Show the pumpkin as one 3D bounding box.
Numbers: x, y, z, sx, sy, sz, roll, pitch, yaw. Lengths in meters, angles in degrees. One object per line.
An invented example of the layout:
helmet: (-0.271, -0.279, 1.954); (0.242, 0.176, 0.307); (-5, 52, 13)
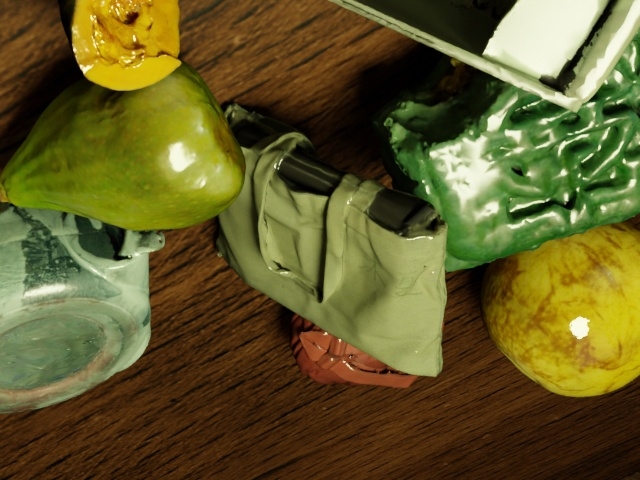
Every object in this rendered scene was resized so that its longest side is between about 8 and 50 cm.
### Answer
pumpkin: (-0.149, -0.226, 0.768); (0.119, 0.107, 0.183); (15, 122, -50)

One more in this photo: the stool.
stool: (0.129, -0.273, 0.688); (0.270, 0.170, 0.243); (22, 118, -8)

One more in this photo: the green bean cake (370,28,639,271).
green bean cake: (0.209, -0.146, 0.947); (0.308, 0.169, 0.300); (-19, 119, -1)

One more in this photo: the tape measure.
tape measure: (-0.312, 0.070, 1.026); (0.275, 0.147, 0.256); (-14, 146, -20)

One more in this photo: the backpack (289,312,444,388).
backpack: (0.059, 0.121, 1.300); (0.229, 0.138, 0.229); (-17, 145, -13)

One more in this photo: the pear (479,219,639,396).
pear: (0.368, 0.087, 1.338); (0.281, 0.280, 0.280); (-15, 144, -12)

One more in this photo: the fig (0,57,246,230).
fig: (-0.182, -0.092, 0.895); (0.234, 0.167, 0.167); (5, 157, 31)

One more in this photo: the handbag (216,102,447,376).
handbag: (0.003, -0.001, 1.007); (0.109, 0.316, 0.253); (-44, 150, -29)
